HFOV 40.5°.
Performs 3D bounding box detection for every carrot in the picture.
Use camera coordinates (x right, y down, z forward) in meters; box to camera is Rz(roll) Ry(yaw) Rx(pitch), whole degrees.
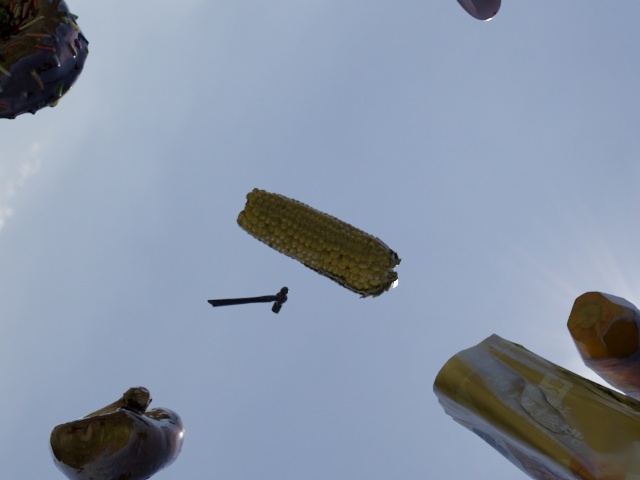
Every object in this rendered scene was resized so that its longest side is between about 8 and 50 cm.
[{"bbox_3d":[0.473,0.178,1.287,0.114,0.302,0.114,-32,-142,29],"label":"carrot"}]

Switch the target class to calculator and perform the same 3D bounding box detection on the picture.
[{"bbox_3d":[0.356,-0.582,1.999,0.103,0.166,0.024,-48,-156,-5],"label":"calculator"}]

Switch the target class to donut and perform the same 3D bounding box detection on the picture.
[{"bbox_3d":[-0.409,-0.251,1.092,0.096,0.216,0.230,96,21,-50],"label":"donut"}]

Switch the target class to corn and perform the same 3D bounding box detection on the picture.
[{"bbox_3d":[0.000,0.000,1.571,0.115,0.318,0.115,-63,180,0],"label":"corn"}]

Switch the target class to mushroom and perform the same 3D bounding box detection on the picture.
[{"bbox_3d":[-0.316,0.325,1.350,0.194,0.231,0.138,-32,-108,17],"label":"mushroom"}]

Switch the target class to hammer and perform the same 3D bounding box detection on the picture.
[{"bbox_3d":[-0.145,0.124,1.733,0.021,0.178,0.065,53,-46,40],"label":"hammer"}]

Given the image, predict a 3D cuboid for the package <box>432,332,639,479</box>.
[{"bbox_3d":[0.325,0.239,1.126,0.311,0.221,0.165,32,-102,28],"label":"package"}]
